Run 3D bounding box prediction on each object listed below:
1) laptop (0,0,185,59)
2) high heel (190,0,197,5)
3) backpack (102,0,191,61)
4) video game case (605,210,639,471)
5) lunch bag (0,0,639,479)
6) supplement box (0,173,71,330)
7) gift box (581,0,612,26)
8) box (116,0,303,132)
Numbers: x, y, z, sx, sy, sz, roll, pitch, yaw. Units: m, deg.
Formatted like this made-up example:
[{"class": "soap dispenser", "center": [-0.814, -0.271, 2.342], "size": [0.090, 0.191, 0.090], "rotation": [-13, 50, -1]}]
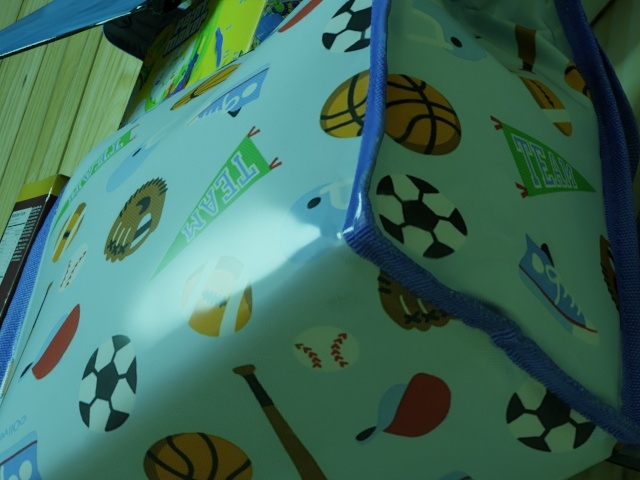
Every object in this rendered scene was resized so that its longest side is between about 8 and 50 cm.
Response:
[{"class": "laptop", "center": [-0.147, -0.331, 1.510], "size": [0.382, 0.236, 0.408], "rotation": [-49, -25, -59]}, {"class": "high heel", "center": [-0.069, -0.182, 1.751], "size": [0.244, 0.117, 0.082], "rotation": [102, -166, -53]}, {"class": "backpack", "center": [-0.195, -0.262, 2.063], "size": [0.105, 0.114, 0.084], "rotation": [-51, 24, 36]}, {"class": "video game case", "center": [0.219, -0.009, 0.882], "size": [0.274, 0.026, 0.196], "rotation": [-68, 20, -5]}, {"class": "lunch bag", "center": [0.000, 0.000, 0.977], "size": [0.328, 0.239, 0.385], "rotation": [-35, 32, 29]}, {"class": "supplement box", "center": [-0.206, 0.066, 1.608], "size": [0.129, 0.191, 0.194], "rotation": [-6, 62, 67]}, {"class": "gift box", "center": [0.095, -0.283, 1.154], "size": [0.255, 0.276, 0.258], "rotation": [-57, 23, 37]}, {"class": "box", "center": [-0.051, -0.049, 1.375], "size": [0.290, 0.177, 0.279], "rotation": [-21, 48, 63]}]
